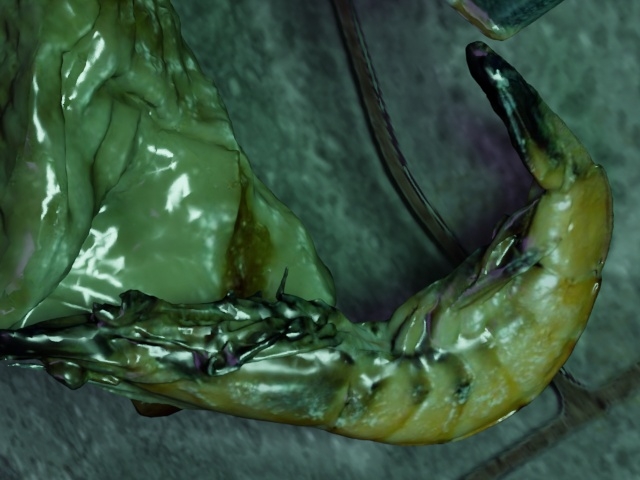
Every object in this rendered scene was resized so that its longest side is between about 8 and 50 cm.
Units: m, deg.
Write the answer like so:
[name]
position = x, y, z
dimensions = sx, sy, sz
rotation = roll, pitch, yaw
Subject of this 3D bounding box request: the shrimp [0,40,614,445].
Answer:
[shrimp]
position = 0.000, 0.000, 0.691
dimensions = 0.051, 0.262, 0.198
rotation = -109, 30, -55

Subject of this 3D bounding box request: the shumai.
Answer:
[shumai]
position = -0.110, -0.053, 0.822
dimensions = 0.222, 0.203, 0.272
rotation = -16, 71, 47

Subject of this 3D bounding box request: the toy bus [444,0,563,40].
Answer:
[toy bus]
position = 0.118, -0.192, 0.494
dimensions = 0.167, 0.138, 0.275
rotation = 54, 140, -2
